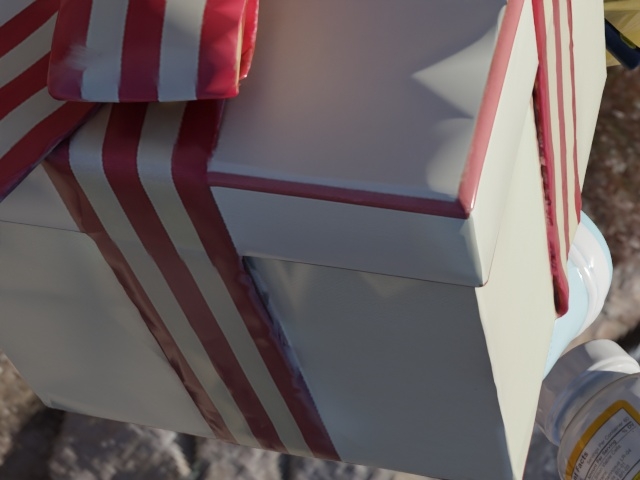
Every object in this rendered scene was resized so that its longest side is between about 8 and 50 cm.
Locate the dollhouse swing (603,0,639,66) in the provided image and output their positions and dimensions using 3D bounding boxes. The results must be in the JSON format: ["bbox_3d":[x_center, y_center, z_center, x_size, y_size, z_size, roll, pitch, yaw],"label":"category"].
[{"bbox_3d":[0.300,-0.337,1.208,0.304,0.315,0.347,-6,82,-11],"label":"dollhouse swing"}]

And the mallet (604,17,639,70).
[{"bbox_3d":[0.124,-0.174,0.909,0.189,0.062,0.039,36,126,-21],"label":"mallet"}]

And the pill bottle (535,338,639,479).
[{"bbox_3d":[0.244,0.168,1.080,0.117,0.208,0.118,-21,136,-22],"label":"pill bottle"}]

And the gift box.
[{"bbox_3d":[-0.038,-0.061,0.578,0.258,0.276,0.255,73,25,-57],"label":"gift box"}]

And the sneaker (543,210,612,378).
[{"bbox_3d":[0.000,0.000,0.845,0.208,0.319,0.127,-55,175,-43],"label":"sneaker"}]
